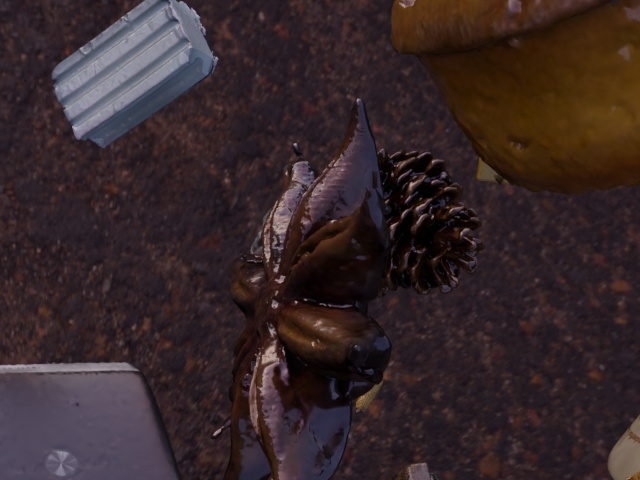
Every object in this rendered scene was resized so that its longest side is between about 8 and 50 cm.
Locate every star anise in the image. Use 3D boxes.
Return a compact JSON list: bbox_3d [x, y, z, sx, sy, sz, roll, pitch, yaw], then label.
[{"bbox_3d":[0.006,0.052,0.574,0.103,0.272,0.271,15,64,-19],"label":"star anise"}]

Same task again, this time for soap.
[{"bbox_3d":[-0.309,-0.285,1.531,0.262,0.094,0.150,-31,74,14],"label":"soap"}]

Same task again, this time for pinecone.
[{"bbox_3d":[0.088,-0.014,0.948,0.174,0.173,0.173,6,66,-14],"label":"pinecone"}]

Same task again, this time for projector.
[{"bbox_3d":[-0.431,0.414,1.424,0.395,0.242,0.405,4,43,-36],"label":"projector"}]

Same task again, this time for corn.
[{"bbox_3d":[0.097,0.311,1.852,0.027,0.028,0.083,31,81,23],"label":"corn"}]

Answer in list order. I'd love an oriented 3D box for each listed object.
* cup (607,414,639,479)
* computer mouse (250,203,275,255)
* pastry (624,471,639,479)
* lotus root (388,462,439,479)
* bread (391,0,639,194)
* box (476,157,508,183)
[{"bbox_3d":[0.547,0.289,1.303,0.255,0.202,0.173,16,22,-49],"label":"cup"},{"bbox_3d":[-0.004,0.004,1.677,0.199,0.389,0.115,49,41,-8],"label":"computer mouse"},{"bbox_3d":[0.370,0.310,1.012,0.056,0.080,0.140,-3,32,7],"label":"pastry"},{"bbox_3d":[0.209,0.550,1.819,0.235,0.138,0.119,52,24,-36],"label":"lotus root"},{"bbox_3d":[0.166,-0.131,0.597,0.179,0.340,0.194,-42,114,-18],"label":"bread"},{"bbox_3d":[0.287,-0.160,1.364,0.087,0.023,0.155,6,106,-6],"label":"box"}]
